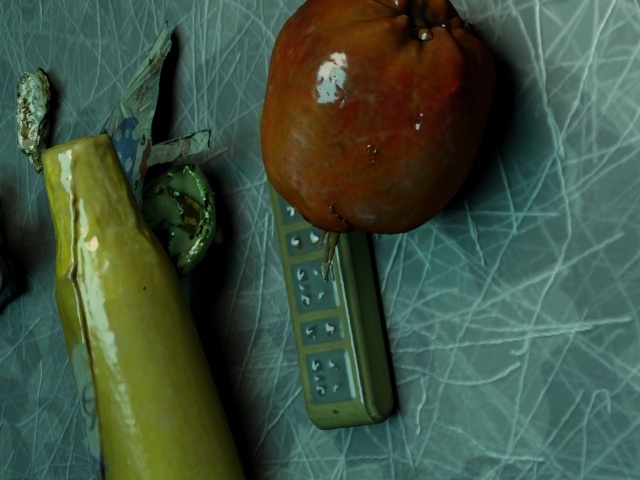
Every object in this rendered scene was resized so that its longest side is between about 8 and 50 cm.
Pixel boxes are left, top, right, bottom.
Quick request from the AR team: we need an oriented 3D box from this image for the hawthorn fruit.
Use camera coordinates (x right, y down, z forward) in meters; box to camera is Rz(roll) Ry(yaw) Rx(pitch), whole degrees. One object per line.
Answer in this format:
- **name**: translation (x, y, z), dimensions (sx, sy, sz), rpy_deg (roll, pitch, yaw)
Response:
- **hawthorn fruit**: translation (0.040, -0.093, 1.026), dimensions (0.211, 0.211, 0.299), rpy_deg (38, 122, 33)

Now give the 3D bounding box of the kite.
- **kite**: translation (-0.211, -0.095, 1.312), dimensions (0.314, 0.011, 0.335), rpy_deg (0, 83, 54)

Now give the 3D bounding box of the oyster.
- **oyster**: translation (-0.381, -0.163, 1.484), dimensions (0.086, 0.029, 0.132), rpy_deg (38, 118, 39)

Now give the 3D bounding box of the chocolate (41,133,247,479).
- **chocolate**: translation (-0.213, 0.107, 1.215), dimensions (0.162, 0.162, 0.445), rpy_deg (-13, 95, 39)

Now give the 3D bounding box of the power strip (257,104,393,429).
- **power strip**: translation (0.000, 0.000, 1.147), dimensions (0.092, 0.066, 0.387), rpy_deg (-15, 82, 37)

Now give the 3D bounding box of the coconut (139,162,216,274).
- **coconut**: translation (-0.155, -0.029, 1.273), dimensions (0.133, 0.055, 0.158), rpy_deg (-56, 43, 27)

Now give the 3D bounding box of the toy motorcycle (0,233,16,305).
- **toy motorcycle**: translation (-0.513, 0.027, 1.539), dimensions (0.327, 0.143, 0.188), rpy_deg (-48, 53, 47)
